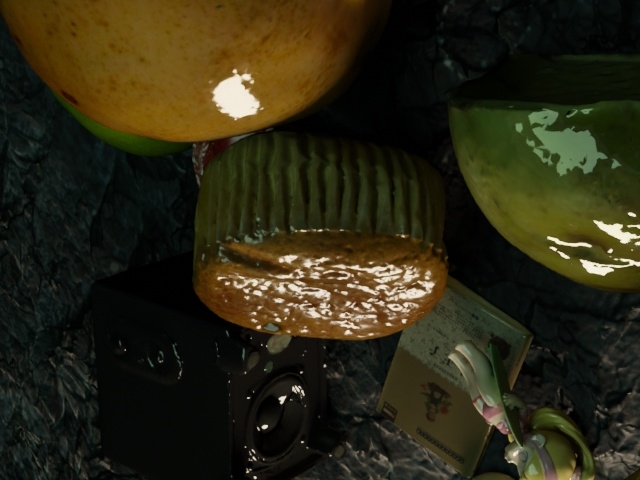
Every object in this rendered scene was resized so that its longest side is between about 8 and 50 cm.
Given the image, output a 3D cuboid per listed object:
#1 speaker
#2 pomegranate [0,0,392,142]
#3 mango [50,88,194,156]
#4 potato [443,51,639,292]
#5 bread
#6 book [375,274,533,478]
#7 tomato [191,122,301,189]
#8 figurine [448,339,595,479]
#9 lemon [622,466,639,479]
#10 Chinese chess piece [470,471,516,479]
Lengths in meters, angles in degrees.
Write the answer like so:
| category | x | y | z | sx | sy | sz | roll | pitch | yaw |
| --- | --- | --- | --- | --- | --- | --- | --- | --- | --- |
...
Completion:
| category | x | y | z | sx | sy | sz | roll | pitch | yaw |
| --- | --- | --- | --- | --- | --- | --- | --- | --- | --- |
| speaker | -0.120 | 0.162 | 1.521 | 0.254 | 0.184 | 0.232 | 16 | 115 | 38 |
| pomegranate | -0.099 | -0.285 | 1.220 | 0.417 | 0.417 | 0.416 | 16 | 115 | 37 |
| mango | -0.220 | -0.203 | 1.501 | 0.273 | 0.149 | 0.185 | 32 | 126 | 34 |
| potato | 0.243 | -0.038 | 1.067 | 0.330 | 0.280 | 0.212 | 5 | 107 | 38 |
| bread | 0.000 | 0.000 | 1.296 | 0.227 | 0.254 | 0.142 | 117 | 154 | -59 |
| book | 0.138 | 0.141 | 1.399 | 0.138 | 0.016 | 0.198 | 34 | 125 | 27 |
| tomato | -0.060 | -0.080 | 1.440 | 0.139 | 0.091 | 0.159 | -33 | 91 | 35 |
| figurine | 0.199 | 0.175 | 1.318 | 0.187 | 0.083 | 0.083 | 52 | 132 | 19 |
| lemon | 0.353 | 0.292 | 1.115 | 0.288 | 0.234 | 0.233 | 0 | 106 | 54 |
| Chinese chess piece | 0.187 | 0.288 | 1.398 | 0.084 | 0.034 | 0.084 | 16 | 116 | 38 |
